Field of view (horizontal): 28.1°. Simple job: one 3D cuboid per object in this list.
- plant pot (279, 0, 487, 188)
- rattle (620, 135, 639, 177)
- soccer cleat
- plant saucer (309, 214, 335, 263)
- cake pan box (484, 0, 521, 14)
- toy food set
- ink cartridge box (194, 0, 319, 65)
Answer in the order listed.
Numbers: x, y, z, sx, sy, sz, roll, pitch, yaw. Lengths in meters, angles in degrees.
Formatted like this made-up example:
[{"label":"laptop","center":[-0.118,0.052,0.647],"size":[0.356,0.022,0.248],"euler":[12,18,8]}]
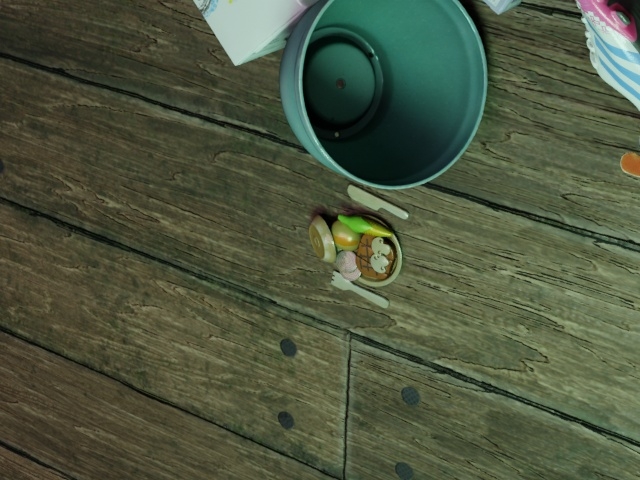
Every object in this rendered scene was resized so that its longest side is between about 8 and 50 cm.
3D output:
[{"label":"plant pot","center":[0.060,-0.223,1.810],"size":[0.196,0.293,0.293],"euler":[11,120,62]},{"label":"rattle","center":[0.502,-0.063,1.656],"size":[0.199,0.130,0.143],"euler":[-2,154,27]},{"label":"soccer cleat","center":[0.371,-0.275,1.621],"size":[0.331,0.116,0.143],"euler":[57,157,-6]},{"label":"plant saucer","center":[0.000,0.000,2.081],"size":[0.083,0.015,0.083],"euler":[56,157,39]},{"label":"cake pan box","center":[0.224,-0.470,1.686],"size":[0.267,0.070,0.246],"euler":[43,132,13]},{"label":"toy food set","center":[0.070,0.018,2.049],"size":[0.132,0.038,0.192],"euler":[25,124,26]},{"label":"ink cartridge box","center":[-0.087,-0.410,1.878],"size":[0.168,0.171,0.233],"euler":[-34,89,42]}]
